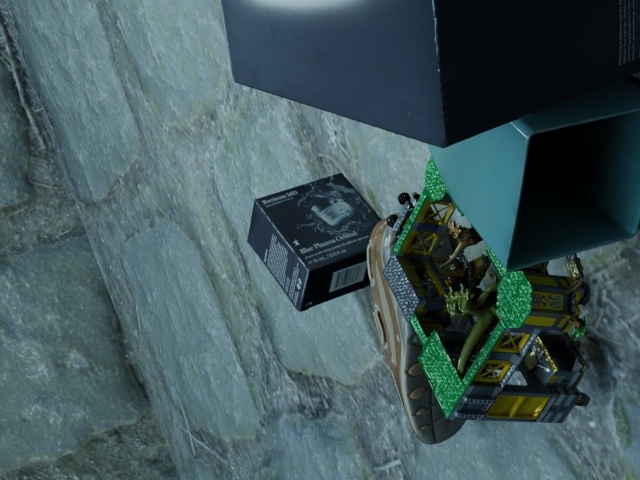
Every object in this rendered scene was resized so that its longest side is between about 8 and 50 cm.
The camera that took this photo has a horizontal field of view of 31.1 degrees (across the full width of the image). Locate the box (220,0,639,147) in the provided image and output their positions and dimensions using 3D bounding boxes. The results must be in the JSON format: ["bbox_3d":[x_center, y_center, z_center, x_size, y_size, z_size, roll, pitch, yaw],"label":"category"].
[{"bbox_3d":[0.116,-0.248,1.123,0.343,0.312,0.179,25,129,50],"label":"box"}]

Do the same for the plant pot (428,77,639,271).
[{"bbox_3d":[0.216,-0.116,1.223,0.234,0.165,0.166,-126,31,-46],"label":"plant pot"}]

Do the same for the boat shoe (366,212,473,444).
[{"bbox_3d":[0.134,0.115,1.573,0.116,0.123,0.325,-164,66,-66],"label":"boat shoe"}]

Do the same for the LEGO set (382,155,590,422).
[{"bbox_3d":[0.225,0.057,1.339,0.331,0.192,0.255,57,134,52],"label":"LEGO set"}]

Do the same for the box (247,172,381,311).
[{"bbox_3d":[0.000,0.000,1.684,0.158,0.155,0.093,51,146,33],"label":"box"}]
